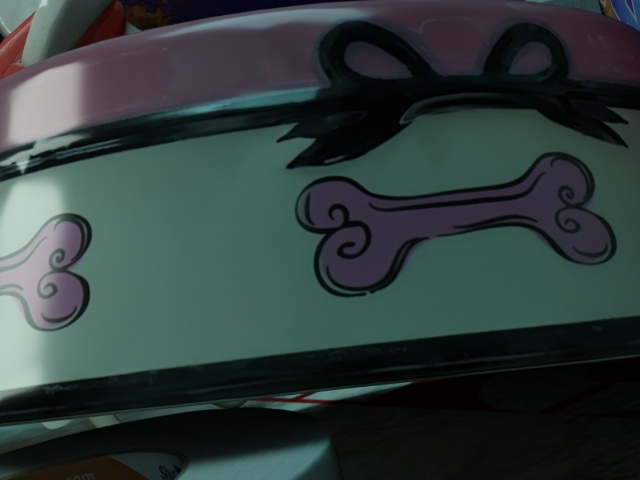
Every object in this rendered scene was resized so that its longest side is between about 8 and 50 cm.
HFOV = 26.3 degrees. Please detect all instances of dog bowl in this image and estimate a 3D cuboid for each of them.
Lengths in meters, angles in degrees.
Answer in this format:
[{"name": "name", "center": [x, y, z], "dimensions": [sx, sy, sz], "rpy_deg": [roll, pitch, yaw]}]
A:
[{"name": "dog bowl", "center": [0.000, 0.000, 0.669], "dimensions": [0.408, 0.150, 0.408], "rpy_deg": [-6, -6, -1]}]

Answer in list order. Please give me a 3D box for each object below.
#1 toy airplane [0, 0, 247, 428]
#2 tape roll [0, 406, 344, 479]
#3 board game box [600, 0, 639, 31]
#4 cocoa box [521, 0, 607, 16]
[{"name": "toy airplane", "center": [-0.252, -0.038, 0.917], "dimensions": [0.386, 0.384, 0.272], "rpy_deg": [-11, -5, 7]}, {"name": "tape roll", "center": [-0.094, 0.125, 0.479], "dimensions": [0.219, 0.072, 0.219], "rpy_deg": [-13, 6, 1]}, {"name": "board game box", "center": [0.311, -0.224, 0.626], "dimensions": [0.356, 0.356, 0.356], "rpy_deg": [-19, 47, 6]}, {"name": "cocoa box", "center": [0.175, -0.089, 1.195], "dimensions": [0.347, 0.228, 0.231], "rpy_deg": [-15, 6, -19]}]
